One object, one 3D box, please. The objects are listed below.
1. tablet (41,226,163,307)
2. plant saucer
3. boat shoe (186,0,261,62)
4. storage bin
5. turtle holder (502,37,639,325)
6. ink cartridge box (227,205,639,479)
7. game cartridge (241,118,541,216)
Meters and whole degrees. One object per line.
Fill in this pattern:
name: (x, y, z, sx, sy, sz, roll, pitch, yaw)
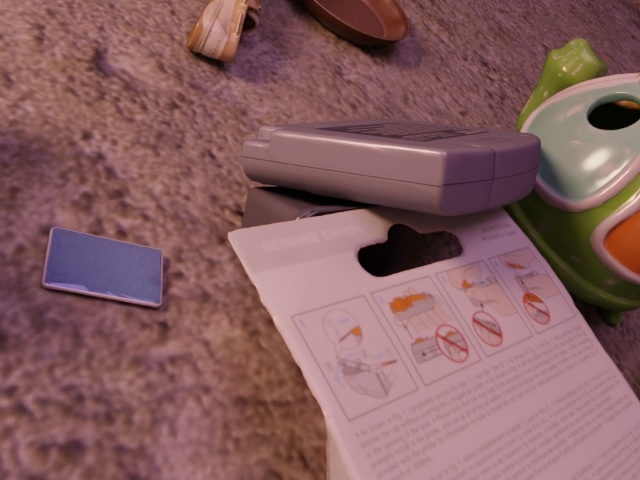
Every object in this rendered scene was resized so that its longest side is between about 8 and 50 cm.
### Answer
tablet: (-0.154, 0.020, 0.481, 0.083, 0.006, 0.054, 14, 45, -26)
plant saucer: (0.036, -0.340, 0.954, 0.198, 0.036, 0.199, 22, 41, -20)
boat shoe: (-0.098, -0.255, 0.753, 0.059, 0.063, 0.170, 29, 49, -15)
storage bin: (0.000, 0.000, 0.563, 0.135, 0.098, 0.091, -5, 28, -40)
turtle holder: (0.339, -0.081, 0.783, 0.243, 0.227, 0.320, 34, 39, -4)
ink cartridge box: (0.118, 0.151, 0.480, 0.308, 0.091, 0.385, -11, 63, -42)
game cartridge: (0.091, -0.076, 0.610, 0.198, 0.062, 0.297, 16, 18, 26)
